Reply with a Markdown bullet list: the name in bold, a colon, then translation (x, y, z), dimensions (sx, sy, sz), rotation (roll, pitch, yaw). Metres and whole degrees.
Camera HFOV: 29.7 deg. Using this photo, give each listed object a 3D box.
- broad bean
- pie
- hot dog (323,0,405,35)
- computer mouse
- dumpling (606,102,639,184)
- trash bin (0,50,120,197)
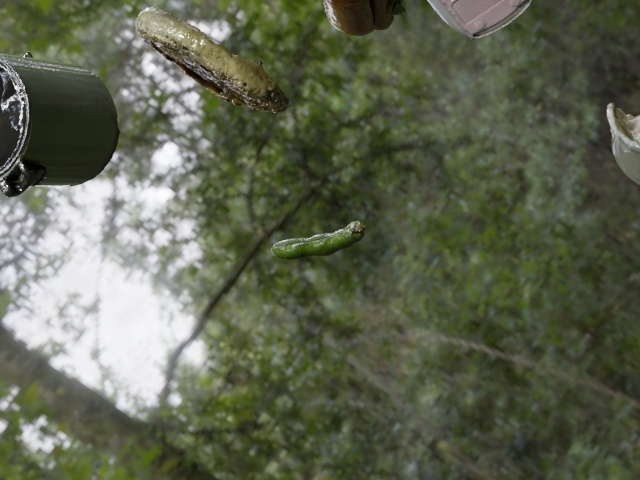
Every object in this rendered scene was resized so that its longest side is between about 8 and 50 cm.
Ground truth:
- **broad bean**: translation (0.005, 0.001, 2.022), dimensions (0.226, 0.069, 0.039), rotation (-19, 65, 48)
- **pie**: translation (-0.166, -0.271, 1.854), dimensions (0.055, 0.274, 0.274), rotation (-60, -6, -3)
- **hot dog**: translation (0.045, -0.260, 1.166), dimensions (0.100, 0.068, 0.249), rotation (-46, -13, -3)
- **computer mouse**: translation (0.150, -0.336, 1.378), dimensions (0.126, 0.245, 0.056), rotation (-34, 37, 18)
- **dumpling**: translation (0.641, -0.164, 2.180), dimensions (0.227, 0.243, 0.175), rotation (-36, -54, -77)
- **trash bin**: translation (-0.494, -0.195, 1.992), dimensions (0.217, 0.277, 0.262), rotation (-37, -11, 19)
